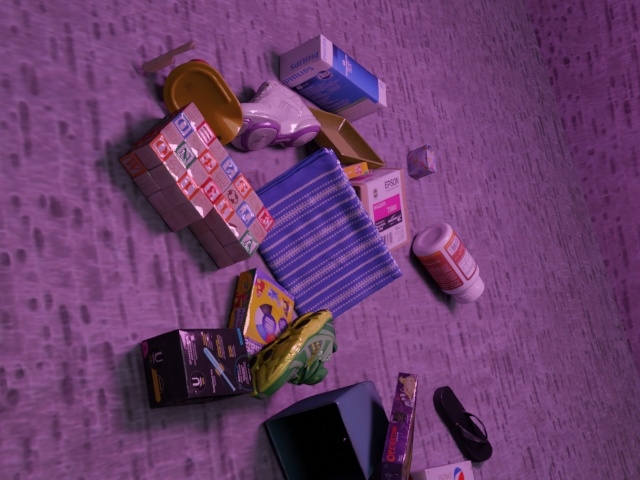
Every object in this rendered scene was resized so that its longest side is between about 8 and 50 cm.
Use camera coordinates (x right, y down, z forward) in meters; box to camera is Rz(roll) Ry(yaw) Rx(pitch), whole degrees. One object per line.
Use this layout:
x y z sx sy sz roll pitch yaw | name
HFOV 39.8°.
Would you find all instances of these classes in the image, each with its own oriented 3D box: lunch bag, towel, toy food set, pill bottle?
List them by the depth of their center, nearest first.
-0.243 -0.292 1.767 0.218 0.128 0.071 57 9 -16 | toy food set
0.000 0.000 1.870 0.336 0.243 0.040 59 -5 -15 | towel
0.351 0.066 2.382 0.216 0.121 0.121 52 39 -25 | pill bottle
0.286 -0.223 2.479 0.053 0.071 0.083 22 56 -46 | lunch bag

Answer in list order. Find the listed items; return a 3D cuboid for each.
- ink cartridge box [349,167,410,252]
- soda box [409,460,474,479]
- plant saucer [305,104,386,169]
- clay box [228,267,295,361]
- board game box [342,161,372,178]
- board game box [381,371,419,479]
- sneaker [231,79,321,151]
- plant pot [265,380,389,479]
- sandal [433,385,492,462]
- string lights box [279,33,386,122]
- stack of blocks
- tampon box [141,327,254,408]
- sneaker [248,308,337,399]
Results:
0.124 -0.061 2.123 0.234 0.088 0.193 -26 113 -55 | ink cartridge box
0.279 0.566 2.076 0.216 0.074 0.069 8 67 -52 | soda box
0.044 -0.238 2.131 0.188 0.045 0.188 7 39 -52 | plant saucer
-0.121 0.180 1.742 0.127 0.053 0.222 40 44 -38 | clay box
0.005 -0.139 2.008 0.259 0.124 0.039 -18 97 -56 | board game box
0.162 0.455 1.833 0.347 0.056 0.208 87 10 -47 | board game box
-0.127 -0.279 1.938 0.305 0.114 0.152 -8 66 -59 | sneaker
0.037 0.376 1.775 0.234 0.165 0.166 -25 94 -63 | plant pot
0.376 0.479 2.269 0.254 0.054 0.097 52 39 -24 | sandal
0.033 -0.388 2.163 0.259 0.133 0.077 28 53 -44 | string lights box
-0.229 -0.092 1.700 0.297 0.087 0.171 55 37 -20 | stack of blocks
-0.215 0.222 1.551 0.161 0.101 0.120 7 68 -51 | tampon box
-0.037 0.230 1.694 0.295 0.109 0.124 -36 103 -56 | sneaker
